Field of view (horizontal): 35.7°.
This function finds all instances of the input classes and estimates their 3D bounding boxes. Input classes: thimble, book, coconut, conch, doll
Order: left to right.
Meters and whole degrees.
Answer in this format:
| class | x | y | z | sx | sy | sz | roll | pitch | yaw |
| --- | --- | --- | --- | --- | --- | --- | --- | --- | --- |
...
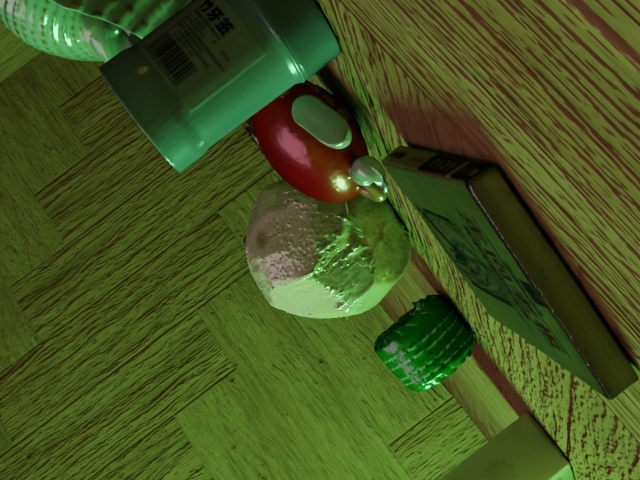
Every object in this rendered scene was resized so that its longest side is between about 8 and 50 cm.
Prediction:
| class | x | y | z | sx | sy | sz | roll | pitch | yaw |
| --- | --- | --- | --- | --- | --- | --- | --- | --- | --- |
| conch | -0.249 | -0.309 | 1.133 | 0.319 | 0.215 | 0.303 | 21 | 180 | 7 |
| doll | -0.006 | -0.095 | 0.889 | 0.183 | 0.085 | 0.217 | 44 | 172 | 22 |
| coconut | 0.002 | 0.002 | 1.164 | 0.194 | 0.194 | 0.194 | 53 | 178 | 2 |
| thimble | 0.134 | 0.131 | 1.280 | 0.090 | 0.118 | 0.130 | 49 | -155 | 0 |
| book | 0.117 | 0.011 | 0.674 | 0.161 | 0.026 | 0.231 | 53 | 178 | -11 |

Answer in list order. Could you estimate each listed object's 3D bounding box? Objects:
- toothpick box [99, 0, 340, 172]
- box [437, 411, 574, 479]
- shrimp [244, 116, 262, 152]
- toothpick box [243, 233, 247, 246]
| class | x | y | z | sx | sy | sz | roll | pitch | yaw |
| --- | --- | --- | --- | --- | --- | --- | --- | --- | --- |
| toothpick box | -0.075 | -0.135 | 0.746 | 0.101 | 0.153 | 0.101 | 54 | 178 | 3 |
| box | 0.256 | 0.345 | 1.369 | 0.095 | 0.168 | 0.212 | 54 | 179 | 30 |
| shrimp | -0.069 | -0.159 | 1.553 | 0.152 | 0.063 | 0.287 | 51 | 175 | -41 |
| toothpick box | -0.038 | -0.016 | 1.816 | 0.120 | 0.184 | 0.120 | 48 | 175 | 5 |
